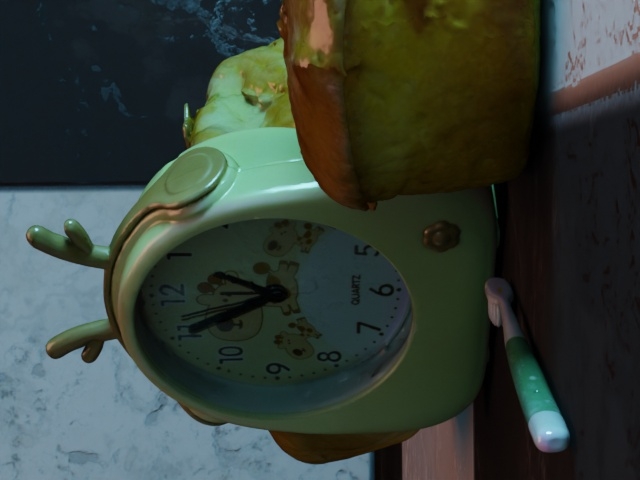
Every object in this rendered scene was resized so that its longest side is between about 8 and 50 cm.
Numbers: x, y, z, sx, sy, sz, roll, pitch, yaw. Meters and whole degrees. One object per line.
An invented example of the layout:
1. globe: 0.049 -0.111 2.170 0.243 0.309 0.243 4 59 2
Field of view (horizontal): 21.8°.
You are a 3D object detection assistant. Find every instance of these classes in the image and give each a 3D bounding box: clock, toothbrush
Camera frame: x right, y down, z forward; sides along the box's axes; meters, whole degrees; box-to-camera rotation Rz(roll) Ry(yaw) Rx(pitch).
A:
1. clock: -0.037 0.025 1.121 0.096 0.308 0.235 -93 2 -47
2. toothbrush: 0.109 0.064 0.902 0.257 0.018 0.024 -92 -1 -76

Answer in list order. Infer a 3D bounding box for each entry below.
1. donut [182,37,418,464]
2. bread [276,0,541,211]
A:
1. donut: 0.000 0.000 1.374 0.360 0.170 0.360 -13 -90 -86
2. bread: 0.047 -0.135 0.923 0.268 0.146 0.268 -2 -90 -86
